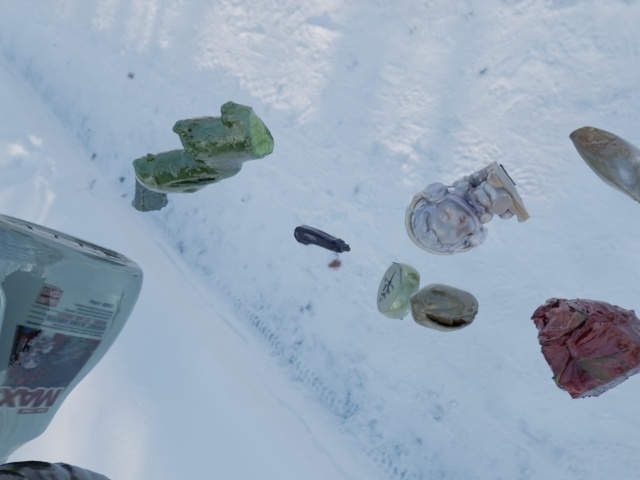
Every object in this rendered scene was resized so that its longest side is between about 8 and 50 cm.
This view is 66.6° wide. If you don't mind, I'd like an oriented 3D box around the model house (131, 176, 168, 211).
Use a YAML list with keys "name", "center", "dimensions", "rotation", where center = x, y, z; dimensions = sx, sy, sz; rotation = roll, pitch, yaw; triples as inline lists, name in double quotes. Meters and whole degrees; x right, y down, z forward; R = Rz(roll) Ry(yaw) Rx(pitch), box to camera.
- name: "model house"
  center: [-0.380, -0.115, 1.091]
  dimensions: [0.066, 0.079, 0.083]
  rotation: [29, 125, 30]

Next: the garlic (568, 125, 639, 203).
- name: "garlic"
  center: [0.818, -0.224, 1.351]
  dimensions: [0.318, 0.143, 0.112]
  rotation: [-108, 16, -50]

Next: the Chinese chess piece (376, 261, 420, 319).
- name: "Chinese chess piece"
  center: [0.252, 0.164, 1.597]
  dimensions: [0.188, 0.083, 0.188]
  rotation: [-160, 90, -78]

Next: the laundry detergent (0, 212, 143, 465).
- name: "laundry detergent"
  center: [-0.459, 0.177, 0.716]
  dimensions: [0.125, 0.264, 0.397]
  rotation: [24, 87, 45]

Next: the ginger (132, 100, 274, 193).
- name: "ginger"
  center: [-0.207, -0.149, 0.832]
  dimensions: [0.290, 0.137, 0.089]
  rotation: [-20, 70, 40]

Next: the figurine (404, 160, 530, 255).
- name: "figurine"
  center: [0.264, -0.047, 0.931]
  dimensions: [0.237, 0.162, 0.141]
  rotation: [-28, 22, 34]

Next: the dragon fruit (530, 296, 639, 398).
- name: "dragon fruit"
  center: [0.698, 0.294, 1.334]
  dimensions: [0.330, 0.303, 0.240]
  rotation: [-131, 34, -51]

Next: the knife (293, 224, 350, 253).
- name: "knife"
  center: [0.000, 0.000, 0.705]
  dimensions: [0.121, 0.018, 0.031]
  rotation: [22, 129, 50]

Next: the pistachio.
- name: "pistachio"
  center: [0.268, 0.145, 1.056]
  dimensions: [0.113, 0.149, 0.113]
  rotation: [-173, 90, -77]

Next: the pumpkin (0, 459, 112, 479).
- name: "pumpkin"
  center: [-0.235, 0.333, 0.372]
  dimensions: [0.323, 0.323, 0.241]
  rotation: [29, 89, 44]
